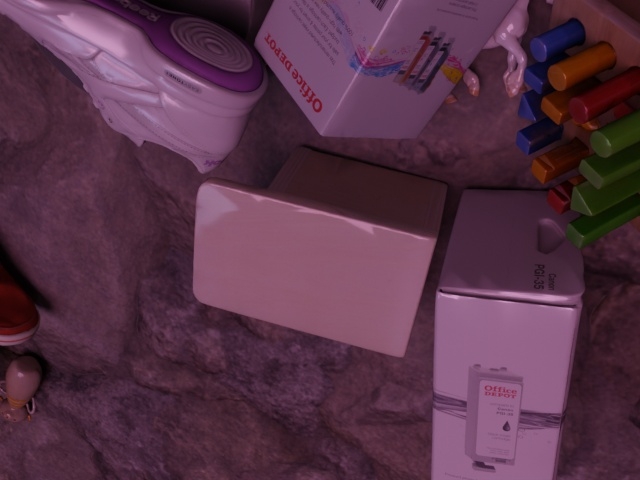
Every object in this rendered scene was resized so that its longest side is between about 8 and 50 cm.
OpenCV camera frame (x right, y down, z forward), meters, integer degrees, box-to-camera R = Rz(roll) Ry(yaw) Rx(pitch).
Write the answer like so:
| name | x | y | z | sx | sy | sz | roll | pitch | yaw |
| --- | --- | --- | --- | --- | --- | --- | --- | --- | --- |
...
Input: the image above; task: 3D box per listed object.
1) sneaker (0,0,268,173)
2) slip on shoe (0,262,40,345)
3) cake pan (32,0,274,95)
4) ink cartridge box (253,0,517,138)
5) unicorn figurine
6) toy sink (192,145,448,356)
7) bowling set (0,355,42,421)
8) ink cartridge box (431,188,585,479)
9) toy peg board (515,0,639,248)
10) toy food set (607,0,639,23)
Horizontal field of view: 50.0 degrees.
| name | x | y | z | sx | sy | sz | roll | pitch | yaw |
| --- | --- | --- | --- | --- | --- | --- | --- | --- | --- |
| sneaker | -0.201 | -0.167 | 0.626 | 0.305 | 0.114 | 0.152 | 33 | 136 | 4 |
| slip on shoe | -0.510 | 0.009 | 0.941 | 0.101 | 0.123 | 0.331 | -35 | 98 | 29 |
| cake pan | -0.179 | -0.255 | 0.672 | 0.293 | 0.054 | 0.293 | 6 | 118 | 12 |
| ink cartridge box | 0.053 | -0.189 | 0.570 | 0.128 | 0.127 | 0.176 | 57 | 131 | 27 |
| unicorn figurine | 0.152 | -0.182 | 0.601 | 0.161 | 0.060 | 0.111 | -2 | 108 | 28 |
| toy sink | 0.000 | 0.000 | 0.728 | 0.234 | 0.131 | 0.153 | 13 | 123 | 7 |
| bowling set | -0.601 | 0.218 | 1.054 | 0.287 | 0.200 | 0.154 | 35 | 127 | 3 |
| ink cartridge box | 0.180 | 0.115 | 0.679 | 0.117 | 0.207 | 0.283 | 5 | 120 | 16 |
| toy peg board | 0.206 | -0.088 | 0.543 | 0.079 | 0.161 | 0.161 | -26 | 145 | -11 |
| toy food set | 0.348 | -0.213 | 0.490 | 0.306 | 0.092 | 0.220 | -23 | 109 | 30 |
